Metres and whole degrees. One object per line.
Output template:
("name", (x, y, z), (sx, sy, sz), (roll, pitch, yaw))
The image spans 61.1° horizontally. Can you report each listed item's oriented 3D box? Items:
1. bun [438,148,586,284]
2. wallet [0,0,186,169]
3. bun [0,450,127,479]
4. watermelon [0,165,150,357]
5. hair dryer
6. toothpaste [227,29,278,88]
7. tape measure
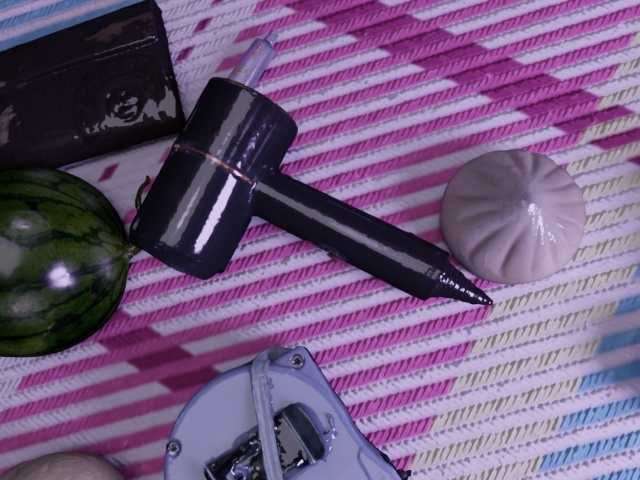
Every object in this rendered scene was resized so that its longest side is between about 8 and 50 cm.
("bun", (0.184, -0.028, 0.515), (0.138, 0.094, 0.138), (-2, 76, 10))
("wallet", (-0.322, -0.162, 0.629), (0.320, 0.044, 0.171), (-16, 79, 4))
("bun", (-0.262, 0.288, 0.494), (0.188, 0.111, 0.164), (-31, 79, -4))
("watermelon", (-0.308, 0.015, 0.549), (0.231, 0.127, 0.204), (2, 79, 4))
("hair dryer", (0.000, 0.000, 0.535), (0.352, 0.107, 0.189), (27, 85, 6))
("toothpaste", (-0.098, -0.165, 0.610), (0.045, 0.028, 0.170), (34, 86, 1))
("tape measure", (-0.045, 0.198, 0.490), (0.181, 0.107, 0.182), (-40, 79, -9))
